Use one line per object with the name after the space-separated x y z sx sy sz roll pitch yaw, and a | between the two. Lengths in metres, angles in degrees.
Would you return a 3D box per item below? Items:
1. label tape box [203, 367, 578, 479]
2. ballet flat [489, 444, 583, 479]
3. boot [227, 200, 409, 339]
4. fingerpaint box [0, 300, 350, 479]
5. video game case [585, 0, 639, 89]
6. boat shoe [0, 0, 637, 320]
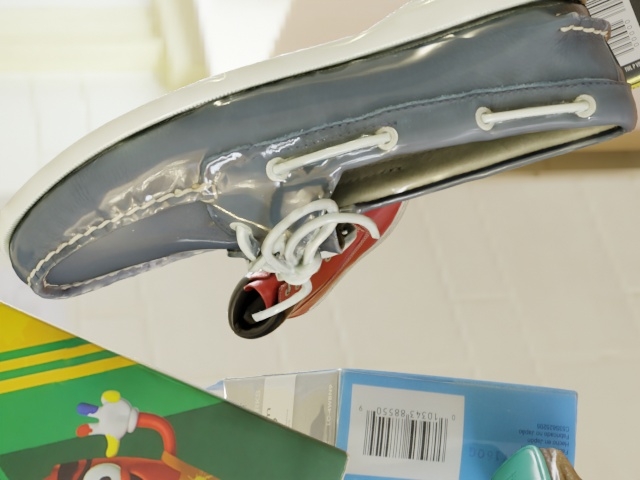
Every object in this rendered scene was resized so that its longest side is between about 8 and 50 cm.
0.053 0.191 1.740 0.348 0.249 0.115 163 112 -64 | label tape box
0.195 0.281 1.431 0.116 0.124 0.342 -45 9 14 | ballet flat
0.000 0.000 1.866 0.244 0.088 0.176 -53 -10 21 | boot
-0.268 0.097 1.113 0.445 0.371 0.163 12 77 51 | fingerpaint box
0.262 -0.271 1.319 0.274 0.248 0.035 70 -164 8 | video game case
-0.002 -0.026 0.699 0.095 0.255 0.079 82 165 -76 | boat shoe
